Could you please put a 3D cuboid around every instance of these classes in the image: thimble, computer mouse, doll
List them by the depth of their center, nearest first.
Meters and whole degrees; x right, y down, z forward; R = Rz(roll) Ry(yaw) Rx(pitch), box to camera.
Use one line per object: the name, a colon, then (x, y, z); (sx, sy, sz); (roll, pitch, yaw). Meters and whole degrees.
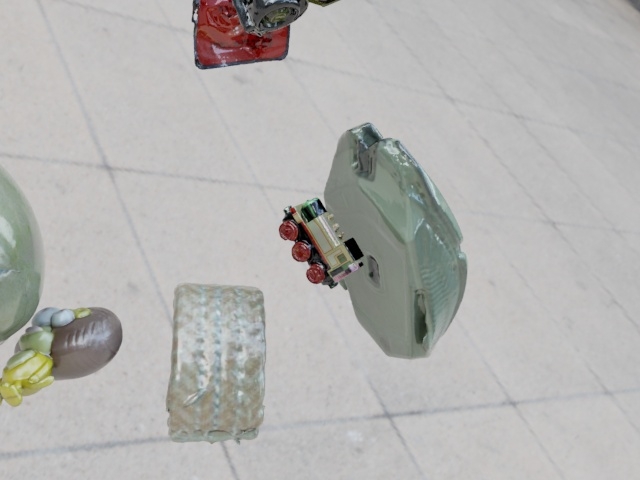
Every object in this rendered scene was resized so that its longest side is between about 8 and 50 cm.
doll: (-0.320, 0.134, 1.034); (0.188, 0.145, 0.096); (-73, 142, -73)
thimble: (-0.152, 0.174, 1.248); (0.148, 0.196, 0.229); (1, 44, -9)
computer mouse: (0.130, 0.005, 1.325); (0.145, 0.429, 0.228); (-29, 40, -23)

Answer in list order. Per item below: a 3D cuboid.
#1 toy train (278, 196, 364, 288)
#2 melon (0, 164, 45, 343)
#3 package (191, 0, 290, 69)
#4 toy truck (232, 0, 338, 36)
toy train: (0.000, 0.000, 1.228); (0.138, 0.087, 0.050); (58, 27, 3)
melon: (-0.460, 0.002, 0.946); (0.330, 0.268, 0.268); (42, 25, -29)
package: (-0.135, -0.437, 1.473); (0.194, 0.269, 0.071); (-8, 22, -22)
toy truck: (0.029, -0.290, 0.799); (0.127, 0.257, 0.127); (20, 48, -78)
